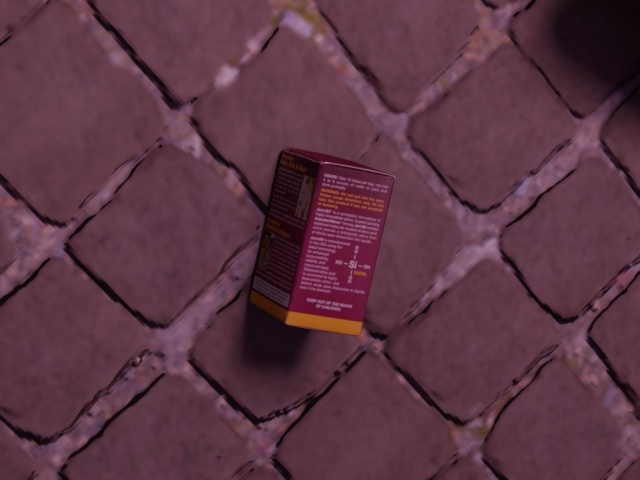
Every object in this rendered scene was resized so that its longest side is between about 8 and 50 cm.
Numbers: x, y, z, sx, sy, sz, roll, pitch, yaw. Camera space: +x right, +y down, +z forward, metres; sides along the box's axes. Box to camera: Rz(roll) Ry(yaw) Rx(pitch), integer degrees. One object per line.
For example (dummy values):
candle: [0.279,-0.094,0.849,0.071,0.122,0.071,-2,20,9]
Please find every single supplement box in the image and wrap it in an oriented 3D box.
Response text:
supplement box: [0.000,0.000,0.765,0.043,0.055,0.083,10,97,-24]
